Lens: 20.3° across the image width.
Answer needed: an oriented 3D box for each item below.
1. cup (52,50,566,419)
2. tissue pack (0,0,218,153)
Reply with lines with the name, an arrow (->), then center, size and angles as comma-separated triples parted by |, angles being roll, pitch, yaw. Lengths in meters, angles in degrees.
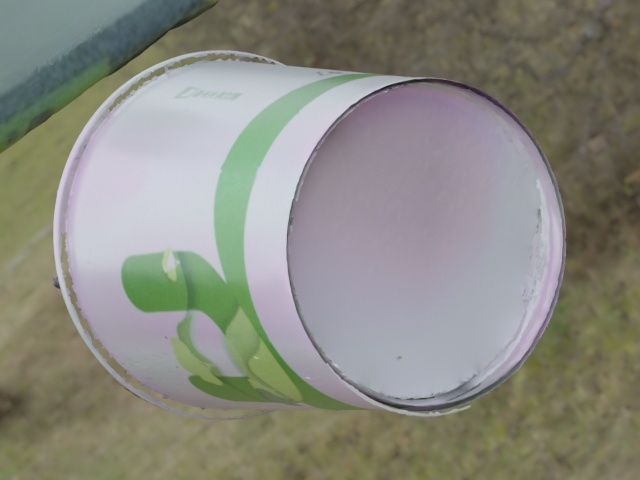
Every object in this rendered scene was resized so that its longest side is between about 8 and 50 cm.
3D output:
cup -> 0.000, 0.000, 1.105 | 0.253, 0.253, 0.274 | -45, 22, -22
tissue pack -> -0.194, -0.150, 0.516 | 0.228, 0.311, 0.128 | -39, 31, -29
